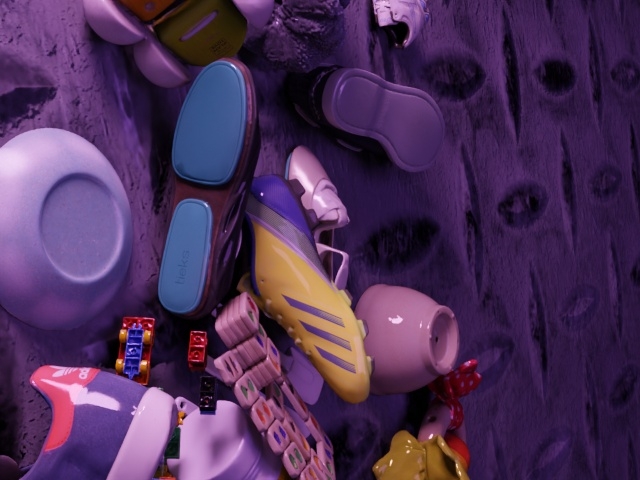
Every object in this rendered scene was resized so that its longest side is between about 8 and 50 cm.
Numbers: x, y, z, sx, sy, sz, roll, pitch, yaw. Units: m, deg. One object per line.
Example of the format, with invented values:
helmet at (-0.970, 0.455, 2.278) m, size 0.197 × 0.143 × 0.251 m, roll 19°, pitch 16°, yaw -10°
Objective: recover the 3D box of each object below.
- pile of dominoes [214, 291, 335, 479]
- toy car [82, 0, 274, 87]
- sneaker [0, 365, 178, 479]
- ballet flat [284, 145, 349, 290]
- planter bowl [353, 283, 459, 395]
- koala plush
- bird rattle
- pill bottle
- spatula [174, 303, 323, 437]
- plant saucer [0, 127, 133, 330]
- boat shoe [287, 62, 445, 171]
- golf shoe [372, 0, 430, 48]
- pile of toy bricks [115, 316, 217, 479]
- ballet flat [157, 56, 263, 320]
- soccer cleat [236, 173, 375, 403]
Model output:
pile of dominoes at (-0.033, 0.177, 1.056) m, size 0.251 × 0.040 × 0.196 m, roll 58°, pitch 8°, yaw -19°
toy car at (-0.151, -0.261, 0.992) m, size 0.182 × 0.159 × 0.136 m, roll 41°, pitch 18°, yaw -46°
sneaker at (-0.253, 0.269, 0.815) m, size 0.131 × 0.148 × 0.350 m, roll 134°, pitch -21°, yaw -83°
ballet flat at (0.000, 0.000, 1.217) m, size 0.086 × 0.086 × 0.249 m, roll 12°, pitch 77°, yaw -54°
planter bowl at (0.130, 0.142, 1.370) m, size 0.162 × 0.109 × 0.162 m, roll 6°, pitch 82°, yaw -54°
koala plush at (-0.008, -0.333, 1.157) m, size 0.221 × 0.196 × 0.203 m, roll -53°, pitch 140°, yaw -44°
bird rattle at (0.174, 0.303, 1.451) m, size 0.254 × 0.143 × 0.207 m, roll -71°, pitch 153°, yaw -49°
pill bottle at (-0.071, 0.273, 1.059) m, size 0.208 × 0.119 × 0.119 m, roll 55°, pitch 46°, yaw -38°
spatula at (-0.077, 0.183, 1.150) m, size 0.242 × 0.019 × 0.168 m, roll 43°, pitch 54°, yaw -41°
plant saucer at (-0.237, -0.012, 0.914) m, size 0.195 × 0.037 × 0.195 m, roll 7°, pitch 82°, yaw -56°
boat shoe at (0.072, -0.175, 1.326) m, size 0.302 × 0.091 × 0.114 m, roll 25°, pitch 86°, yaw -54°
golf shoe at (0.104, -0.359, 1.415) m, size 0.176 × 0.069 × 0.086 m, roll 48°, pitch 56°, yaw -41°
pile of toy bricks at (-0.164, 0.192, 0.965) m, size 0.105 × 0.118 × 0.212 m, roll 98°, pitch -5°, yaw -64°
ballet flat at (-0.114, -0.054, 1.031) m, size 0.096 × 0.095 × 0.281 m, roll -6°, pitch 112°, yaw -66°
soccer cleat at (-0.033, 0.064, 1.116) m, size 0.121 × 0.093 × 0.289 m, roll -23°, pitch 88°, yaw -23°
